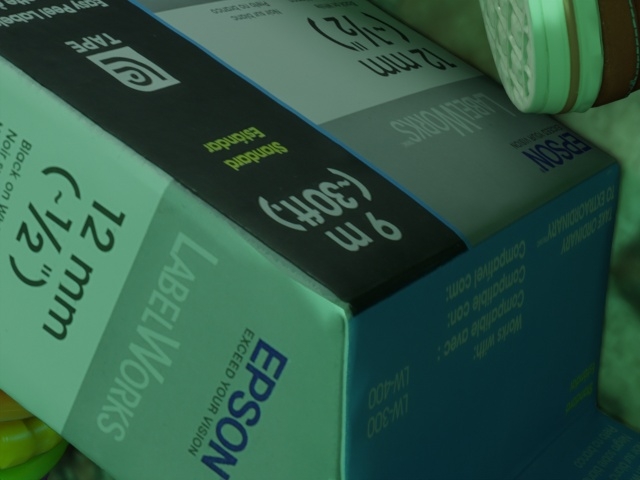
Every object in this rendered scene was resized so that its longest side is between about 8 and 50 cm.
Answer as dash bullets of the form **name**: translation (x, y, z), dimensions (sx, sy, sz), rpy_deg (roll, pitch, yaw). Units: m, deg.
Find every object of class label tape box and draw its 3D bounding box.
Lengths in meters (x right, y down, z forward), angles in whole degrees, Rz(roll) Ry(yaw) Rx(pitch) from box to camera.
- **label tape box**: translation (0.000, 0.000, 0.573), dimensions (0.347, 0.249, 0.115), rpy_deg (33, 116, 18)

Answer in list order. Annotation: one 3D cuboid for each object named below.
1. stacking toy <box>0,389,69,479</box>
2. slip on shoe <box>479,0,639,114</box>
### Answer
- **stacking toy**: translation (-0.180, 0.081, 0.765), dimensions (0.175, 0.165, 0.302), rpy_deg (43, 131, 30)
- **slip on shoe**: translation (0.094, -0.214, 0.564), dimensions (0.101, 0.123, 0.331), rpy_deg (-10, 92, -5)
